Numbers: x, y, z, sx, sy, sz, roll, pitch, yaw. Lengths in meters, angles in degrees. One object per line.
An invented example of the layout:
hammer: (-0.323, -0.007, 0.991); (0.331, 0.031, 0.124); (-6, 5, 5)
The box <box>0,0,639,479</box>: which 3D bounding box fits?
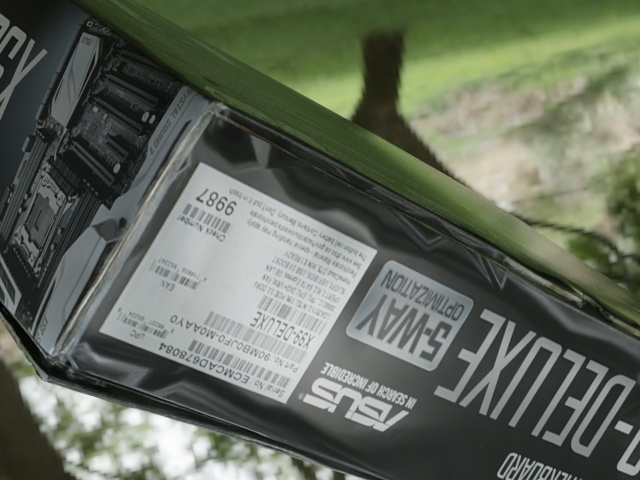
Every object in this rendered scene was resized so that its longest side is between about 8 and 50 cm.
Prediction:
box: (0.000, 0.000, 0.529); (0.307, 0.076, 0.242); (25, -172, -41)
